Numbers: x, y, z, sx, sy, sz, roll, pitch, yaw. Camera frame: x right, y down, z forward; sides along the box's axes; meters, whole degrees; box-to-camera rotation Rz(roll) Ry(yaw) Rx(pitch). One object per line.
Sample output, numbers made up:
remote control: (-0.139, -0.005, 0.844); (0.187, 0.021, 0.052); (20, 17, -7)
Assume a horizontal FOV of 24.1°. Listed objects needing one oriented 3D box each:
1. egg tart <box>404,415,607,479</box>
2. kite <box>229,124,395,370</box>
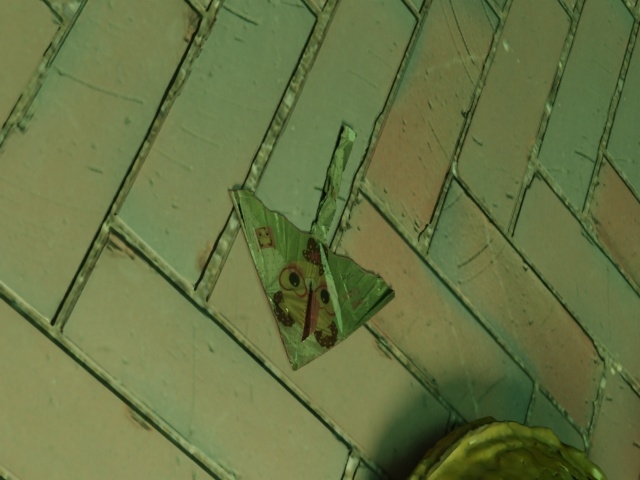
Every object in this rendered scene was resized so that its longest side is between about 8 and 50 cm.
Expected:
egg tart: (0.212, 0.371, 1.363); (0.443, 0.178, 0.443); (15, 69, -45)
kite: (-0.001, 0.000, 1.339); (0.229, 0.012, 0.250); (36, 53, -40)
